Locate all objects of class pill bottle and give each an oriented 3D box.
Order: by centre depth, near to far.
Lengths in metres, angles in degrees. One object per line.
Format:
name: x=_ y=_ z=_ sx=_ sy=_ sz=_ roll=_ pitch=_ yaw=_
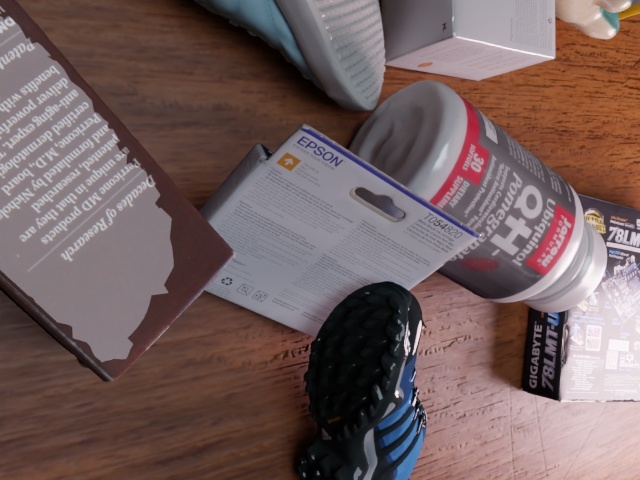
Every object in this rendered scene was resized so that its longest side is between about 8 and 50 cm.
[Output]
pill bottle: x=0.191 y=-0.032 z=0.738 sx=0.318 sy=0.176 sz=0.176 roll=28 pitch=75 yaw=-29

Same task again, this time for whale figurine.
whale figurine: x=0.339 y=-0.375 z=0.820 sx=0.141 sy=0.216 sz=0.272 roll=-50 pitch=141 yaw=15

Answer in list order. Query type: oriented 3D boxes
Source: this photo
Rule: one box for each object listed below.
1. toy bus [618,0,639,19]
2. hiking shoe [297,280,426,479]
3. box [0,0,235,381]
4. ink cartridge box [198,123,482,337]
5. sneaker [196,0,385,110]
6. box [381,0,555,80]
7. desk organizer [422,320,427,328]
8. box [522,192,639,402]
toy bus: x=0.394 y=-0.488 z=0.893 sx=0.108 sy=0.130 sz=0.333 roll=-40 pitch=110 yaw=-26
hiking shoe: x=0.058 y=0.172 z=0.673 sx=0.132 sy=0.113 sz=0.304 roll=-11 pitch=123 yaw=-41
box: x=-0.256 y=-0.083 z=0.453 sx=0.143 sy=0.191 sz=0.381 roll=-46 pitch=113 yaw=-23
ink cartridge box: x=0.000 y=0.000 z=0.608 sx=0.223 sy=0.224 sz=0.045 roll=28 pitch=38 yaw=-29
sneaker: x=-0.055 y=-0.264 z=0.628 sx=0.366 sy=0.150 sz=0.135 roll=47 pitch=56 yaw=-47
box: x=0.178 y=-0.262 z=0.759 sx=0.170 sy=0.130 sz=0.091 roll=0 pitch=91 yaw=-32
desk organizer: x=0.068 y=0.065 z=0.738 sx=0.050 sy=0.047 sz=0.130 roll=-39 pitch=109 yaw=-23
box: x=0.446 y=0.095 z=0.957 sx=0.295 sy=0.073 sz=0.293 roll=9 pitch=85 yaw=-31
